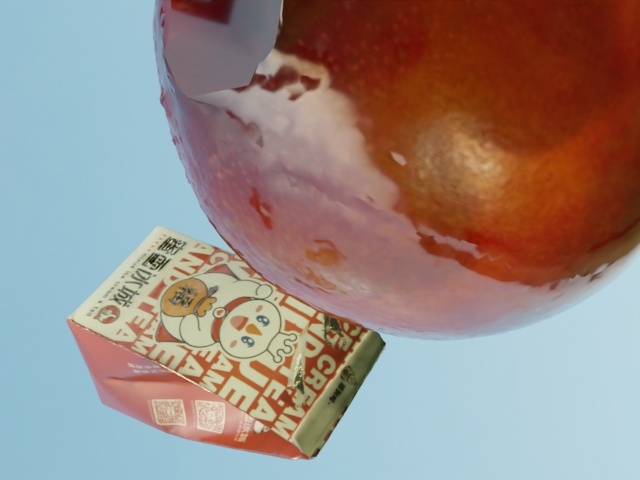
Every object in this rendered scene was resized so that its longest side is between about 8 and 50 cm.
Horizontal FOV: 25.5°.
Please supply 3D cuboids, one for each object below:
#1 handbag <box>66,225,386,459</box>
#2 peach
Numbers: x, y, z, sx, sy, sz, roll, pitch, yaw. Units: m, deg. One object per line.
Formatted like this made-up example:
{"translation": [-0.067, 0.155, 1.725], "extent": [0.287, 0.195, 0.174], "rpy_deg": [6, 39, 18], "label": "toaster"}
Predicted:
{"translation": [-0.091, 0.123, 1.448], "extent": [0.171, 0.298, 0.151], "rpy_deg": [-49, -34, -32], "label": "handbag"}
{"translation": [0.068, -0.119, 0.986], "extent": [0.388, 0.388, 0.388], "rpy_deg": [27, -123, -51], "label": "peach"}
